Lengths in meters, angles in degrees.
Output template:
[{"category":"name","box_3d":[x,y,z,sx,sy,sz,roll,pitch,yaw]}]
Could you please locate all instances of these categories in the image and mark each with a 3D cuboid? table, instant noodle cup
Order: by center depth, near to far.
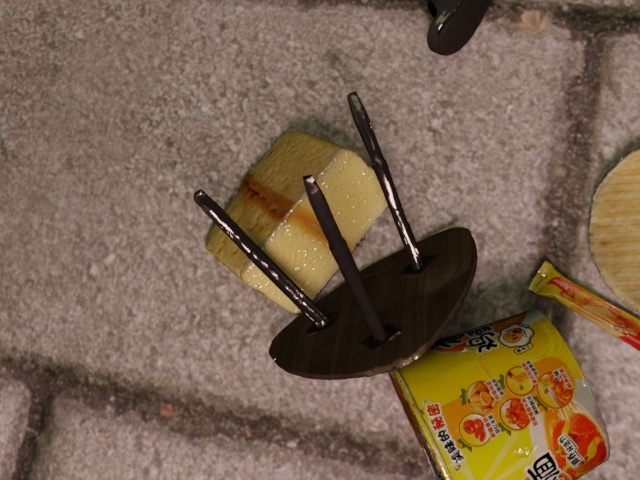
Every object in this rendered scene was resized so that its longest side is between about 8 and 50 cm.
[{"category":"instant noodle cup","box_3d":[0.217,0.215,1.283,0.200,0.264,0.264,-24,70,-1]},{"category":"table","box_3d":[0.000,0.000,1.333,0.317,0.317,0.249,-30,109,5]}]

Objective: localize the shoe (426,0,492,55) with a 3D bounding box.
[{"category":"shoe","box_3d":[0.201,-0.376,1.523,0.093,0.108,0.241,28,76,21]}]

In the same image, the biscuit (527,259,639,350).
[{"category":"biscuit","box_3d":[0.407,0.118,1.373,0.292,0.026,0.048,31,77,19]}]

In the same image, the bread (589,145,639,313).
[{"category":"bread","box_3d":[0.480,-0.013,1.379,0.266,0.040,0.267,-5,72,15]}]

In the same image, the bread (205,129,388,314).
[{"category":"bread","box_3d":[-0.038,-0.038,1.529,0.240,0.135,0.178,-52,36,-3]}]
